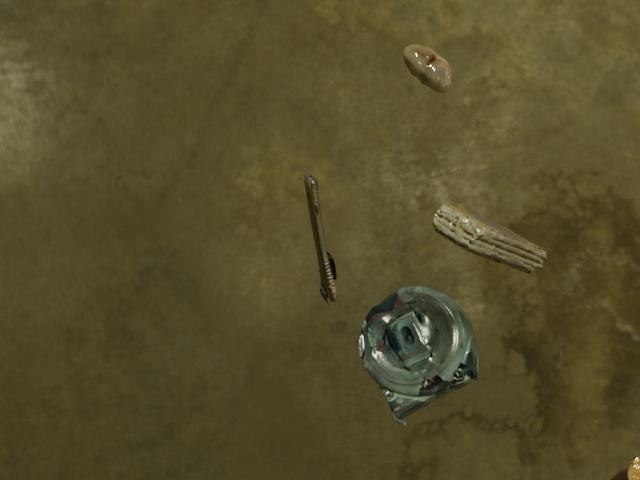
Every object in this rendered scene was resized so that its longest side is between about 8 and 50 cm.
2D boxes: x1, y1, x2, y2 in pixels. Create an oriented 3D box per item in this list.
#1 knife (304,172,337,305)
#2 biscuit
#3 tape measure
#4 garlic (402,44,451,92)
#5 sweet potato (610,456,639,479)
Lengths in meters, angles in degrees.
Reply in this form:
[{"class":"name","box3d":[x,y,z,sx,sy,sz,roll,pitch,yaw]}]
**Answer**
[{"class":"knife","box3d":[0.005,-0.002,1.509,0.043,0.089,0.365,-21,124,-19]},{"class":"biscuit","box3d":[0.316,0.001,1.151,0.239,0.108,0.061,15,107,-41]},{"class":"tape measure","box3d":[0.221,0.240,1.397,0.256,0.147,0.275,-31,60,10]},{"class":"garlic","box3d":[0.313,-0.504,1.814,0.175,0.099,0.124,33,25,-8]},{"class":"sweet potato","box3d":[0.781,0.658,1.568,0.131,0.336,0.131,1,51,-1]}]
